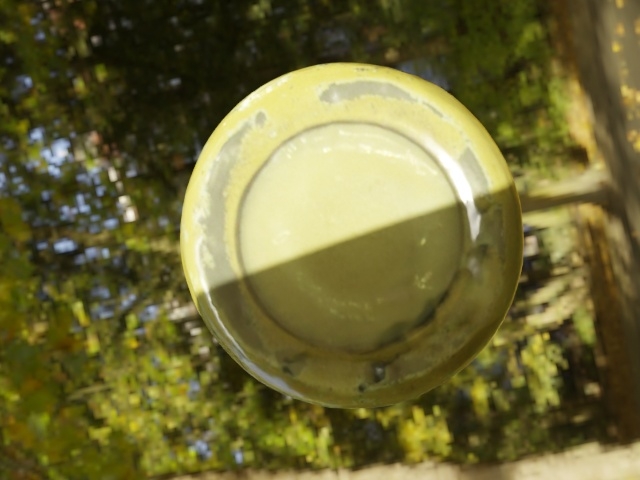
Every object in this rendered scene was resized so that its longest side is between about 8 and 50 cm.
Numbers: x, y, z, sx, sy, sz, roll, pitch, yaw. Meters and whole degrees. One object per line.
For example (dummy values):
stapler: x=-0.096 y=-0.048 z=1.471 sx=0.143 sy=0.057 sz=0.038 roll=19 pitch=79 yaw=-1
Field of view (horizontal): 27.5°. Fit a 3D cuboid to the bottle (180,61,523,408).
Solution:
bottle: x=0.000 y=0.000 z=0.801 sx=0.351 sy=0.171 sz=0.172 roll=171 pitch=87 yaw=-84
